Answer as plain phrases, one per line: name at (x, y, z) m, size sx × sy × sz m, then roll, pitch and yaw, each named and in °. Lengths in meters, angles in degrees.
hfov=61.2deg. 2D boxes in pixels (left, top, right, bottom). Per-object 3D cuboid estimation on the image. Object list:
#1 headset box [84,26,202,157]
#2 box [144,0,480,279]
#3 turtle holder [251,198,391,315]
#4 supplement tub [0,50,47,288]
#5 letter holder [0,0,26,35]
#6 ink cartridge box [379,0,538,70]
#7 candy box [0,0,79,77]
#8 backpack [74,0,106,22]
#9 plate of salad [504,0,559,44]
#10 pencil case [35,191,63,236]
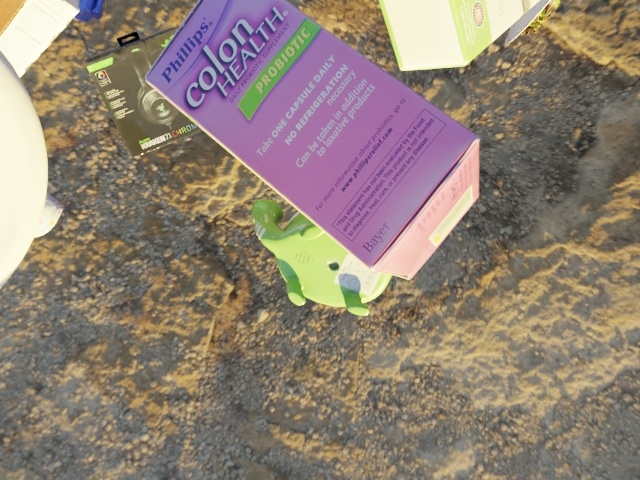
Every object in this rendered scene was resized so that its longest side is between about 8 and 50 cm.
headset box at (-0.449, -0.405, 1.435) m, size 0.246 × 0.131 × 0.283 m, roll -24°, pitch 117°, yaw -10°
box at (0.011, -0.087, 0.488) m, size 0.243 × 0.213 × 0.117 m, roll 40°, pitch 96°, yaw 17°
turtle holder at (0.009, 0.016, 1.240) m, size 0.320 × 0.227 × 0.243 m, roll -4°, pitch 121°, yaw 12°
supplement tub at (-0.307, -0.059, 0.293) m, size 0.272 × 0.191 × 0.191 m, roll 19°, pitch 104°, yaw 28°
letter holder at (-0.326, -0.329, 0.524) m, size 0.152 × 0.214 × 0.302 m, roll 31°, pitch 87°, yaw -3°
ink cartridge box at (0.196, -0.381, 0.719) m, size 0.114 × 0.273 × 0.198 m, roll 12°, pitch 137°, yaw 46°
candy box at (-0.487, -0.377, 0.904) m, size 0.196 × 0.070 × 0.165 m, roll -36°, pitch 47°, yaw 20°
backpack at (-0.603, -0.621, 1.376) m, size 0.101 × 0.120 × 0.098 m, roll 9°, pitch 91°, yaw -16°
plate of salad at (0.435, -0.460, 1.050) m, size 0.048 × 0.200 × 0.200 m, roll 36°, pitch 105°, yaw -5°
pencil case at (-0.772, -0.119, 1.322) m, size 0.124 × 0.273 × 0.113 m, roll -37°, pitch 48°, yaw 3°
